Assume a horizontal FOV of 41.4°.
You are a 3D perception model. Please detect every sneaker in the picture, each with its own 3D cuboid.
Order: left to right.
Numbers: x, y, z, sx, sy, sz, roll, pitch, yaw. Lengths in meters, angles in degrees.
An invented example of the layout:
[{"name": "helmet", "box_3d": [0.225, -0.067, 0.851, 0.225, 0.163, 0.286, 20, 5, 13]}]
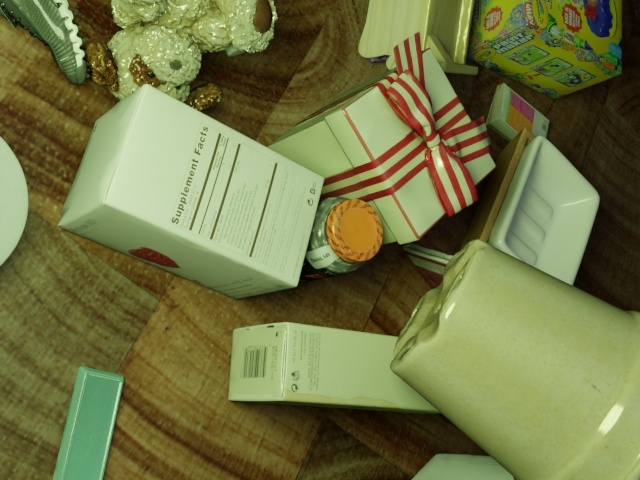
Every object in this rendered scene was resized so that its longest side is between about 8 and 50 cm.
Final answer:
[{"name": "sneaker", "box_3d": [-0.391, -0.314, 1.137, 0.106, 0.078, 0.234, -23, 111, -11]}]

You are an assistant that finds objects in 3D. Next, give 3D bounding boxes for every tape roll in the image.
[{"name": "tape roll", "box_3d": [-0.467, -0.048, 1.004, 0.219, 0.072, 0.219, -2, 93, -33]}]

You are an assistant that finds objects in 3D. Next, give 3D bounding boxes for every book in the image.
[{"name": "book", "box_3d": [0.405, -0.242, 1.714, 0.144, 0.035, 0.096, 32, 61, -27]}]

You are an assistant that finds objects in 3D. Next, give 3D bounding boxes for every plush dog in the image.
[{"name": "plush dog", "box_3d": [-0.227, -0.289, 1.194, 0.263, 0.211, 0.225, 16, 97, -44]}]

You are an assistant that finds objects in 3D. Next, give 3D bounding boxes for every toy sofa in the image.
[{"name": "toy sofa", "box_3d": [0.196, -0.475, 1.484, 0.150, 0.177, 0.362, -14, 114, -56]}]

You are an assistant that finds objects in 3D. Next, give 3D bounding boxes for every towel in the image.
[{"name": "towel", "box_3d": [0.282, 0.142, 1.431, 0.037, 0.237, 0.329, -41, 106, -9]}]

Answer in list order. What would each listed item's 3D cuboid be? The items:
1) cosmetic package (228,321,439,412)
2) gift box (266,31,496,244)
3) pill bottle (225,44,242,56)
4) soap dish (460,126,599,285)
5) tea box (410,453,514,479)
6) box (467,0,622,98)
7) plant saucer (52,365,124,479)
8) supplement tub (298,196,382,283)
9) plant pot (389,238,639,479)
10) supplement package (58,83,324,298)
[{"name": "cosmetic package", "box_3d": [0.033, 0.198, 1.284, 0.310, 0.160, 0.113, 12, 75, -32]}, {"name": "gift box", "box_3d": [0.110, -0.154, 1.345, 0.276, 0.258, 0.255, -45, 108, -32]}, {"name": "pill bottle", "box_3d": [-0.147, -0.383, 1.302, 0.103, 0.103, 0.184, -29, 98, -36]}, {"name": "soap dish", "box_3d": [0.399, -0.033, 1.615, 0.229, 0.118, 0.290, 39, 61, -23]}, {"name": "tea box", "box_3d": [0.233, 0.561, 1.315, 0.324, 0.220, 0.328, -37, 102, -34]}, {"name": "box", "box_3d": [0.449, -0.481, 1.704, 0.279, 0.177, 0.289, 14, 73, -32]}, {"name": "plant saucer", "box_3d": [-0.306, 0.266, 1.115, 0.067, 0.018, 0.191, 20, 69, -31]}, {"name": "supplement tub", "box_3d": [0.000, 0.000, 1.278, 0.117, 0.190, 0.116, 7, 77, -34]}, {"name": "plant pot", "box_3d": [0.280, 0.167, 1.174, 0.306, 0.334, 0.333, 34, 61, -1]}, {"name": "supplement package", "box_3d": [-0.175, -0.054, 1.171, 0.293, 0.178, 0.175, 26, 67, -29]}]
